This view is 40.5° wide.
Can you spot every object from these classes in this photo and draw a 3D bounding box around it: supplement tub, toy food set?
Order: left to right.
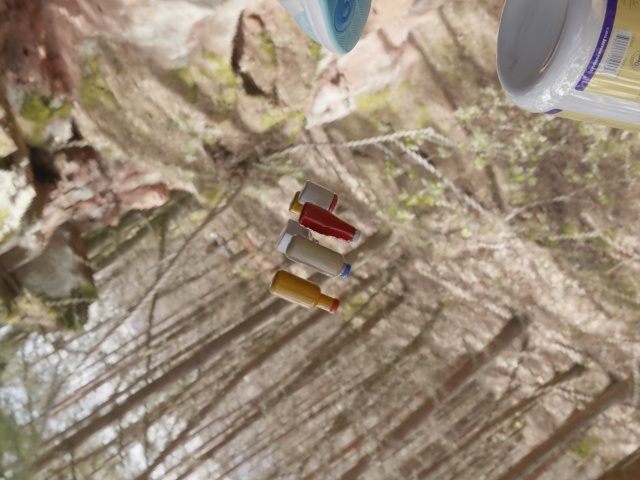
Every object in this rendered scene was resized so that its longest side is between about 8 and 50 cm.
[{"bbox_3d":[0.000,0.000,1.347,0.104,0.111,0.232,24,-145,-11],"label":"toy food set"},{"bbox_3d":[0.436,-0.269,1.179,0.241,0.331,0.241,-172,90,-75],"label":"supplement tub"}]

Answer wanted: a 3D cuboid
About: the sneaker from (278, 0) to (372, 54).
[{"bbox_3d":[-0.069,-0.337,0.961,0.208,0.127,0.319,17,160,26],"label":"sneaker"}]
